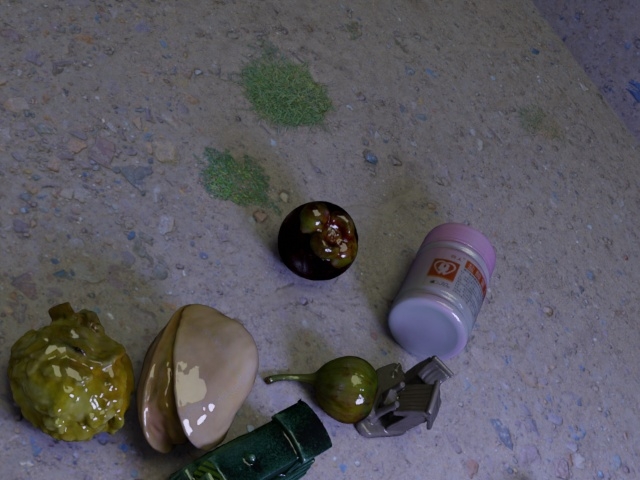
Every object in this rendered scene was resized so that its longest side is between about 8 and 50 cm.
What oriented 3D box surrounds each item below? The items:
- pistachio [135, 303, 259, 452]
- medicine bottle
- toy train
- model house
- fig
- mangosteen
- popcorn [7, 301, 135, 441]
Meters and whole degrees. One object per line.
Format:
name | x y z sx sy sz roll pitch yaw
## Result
pistachio | -0.242 0.265 1.837 0.321 0.229 0.238 -76 147 -46
medicine bottle | 0.305 0.122 2.340 0.202 0.202 0.316 36 44 -4
toy train | -0.130 0.425 1.816 0.330 0.178 0.138 -20 69 -44
model house | 0.201 0.347 2.116 0.122 0.188 0.229 47 42 -15
fig | 0.002 0.315 2.063 0.245 0.149 0.149 10 47 2
mangosteen | 0.000 0.000 2.236 0.209 0.210 0.210 18 47 -21
popcorn | -0.448 0.237 1.743 0.233 0.192 0.266 8 56 -30
